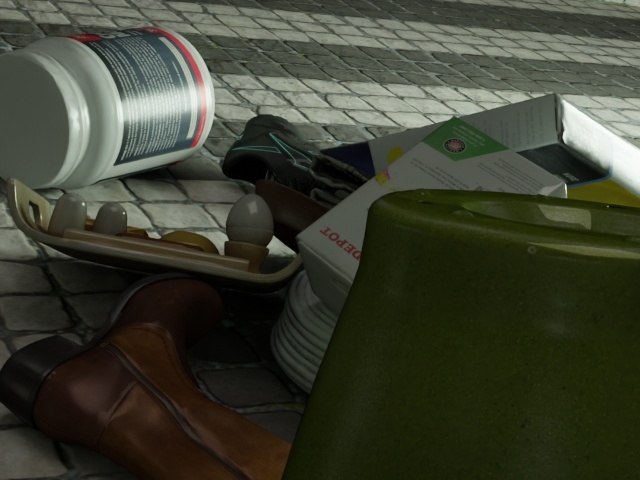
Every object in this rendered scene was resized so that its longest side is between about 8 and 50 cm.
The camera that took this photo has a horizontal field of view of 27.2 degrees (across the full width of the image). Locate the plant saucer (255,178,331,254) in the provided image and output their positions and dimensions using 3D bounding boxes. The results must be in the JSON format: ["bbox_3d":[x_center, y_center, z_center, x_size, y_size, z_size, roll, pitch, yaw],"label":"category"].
[{"bbox_3d":[0.000,0.000,1.517,0.198,0.036,0.198,32,-10,6],"label":"plant saucer"}]

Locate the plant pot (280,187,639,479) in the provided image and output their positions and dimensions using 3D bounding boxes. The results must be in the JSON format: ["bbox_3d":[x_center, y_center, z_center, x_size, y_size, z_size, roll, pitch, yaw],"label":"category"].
[{"bbox_3d":[0.127,0.156,0.765,0.366,0.353,0.366,6,7,-1],"label":"plant pot"}]

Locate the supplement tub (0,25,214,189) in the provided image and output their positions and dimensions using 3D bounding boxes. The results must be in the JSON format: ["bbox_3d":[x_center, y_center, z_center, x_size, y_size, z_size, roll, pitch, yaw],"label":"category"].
[{"bbox_3d":[-0.284,-0.170,1.689,0.191,0.191,0.272,24,24,28],"label":"supplement tub"}]

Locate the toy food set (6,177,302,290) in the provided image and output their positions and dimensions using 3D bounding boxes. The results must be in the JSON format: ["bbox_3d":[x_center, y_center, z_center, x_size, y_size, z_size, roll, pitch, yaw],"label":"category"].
[{"bbox_3d":[-0.159,-0.013,1.378,0.306,0.092,0.220,11,-5,-2],"label":"toy food set"}]

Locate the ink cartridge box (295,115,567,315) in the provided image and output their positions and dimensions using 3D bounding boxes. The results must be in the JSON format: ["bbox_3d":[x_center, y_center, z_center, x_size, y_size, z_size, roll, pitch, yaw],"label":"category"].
[{"bbox_3d":[0.107,0.000,1.246,0.212,0.093,0.154,-37,50,-20],"label":"ink cartridge box"}]

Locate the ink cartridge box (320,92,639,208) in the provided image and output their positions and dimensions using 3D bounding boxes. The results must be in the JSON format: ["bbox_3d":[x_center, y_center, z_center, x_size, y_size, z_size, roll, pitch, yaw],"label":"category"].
[{"bbox_3d":[0.209,-0.060,1.490,0.307,0.072,0.303,-13,-22,38],"label":"ink cartridge box"}]

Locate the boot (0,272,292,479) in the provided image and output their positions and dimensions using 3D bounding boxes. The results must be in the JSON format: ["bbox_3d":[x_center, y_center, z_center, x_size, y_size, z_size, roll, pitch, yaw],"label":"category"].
[{"bbox_3d":[-0.095,0.138,1.155,0.280,0.096,0.264,25,25,28],"label":"boot"}]

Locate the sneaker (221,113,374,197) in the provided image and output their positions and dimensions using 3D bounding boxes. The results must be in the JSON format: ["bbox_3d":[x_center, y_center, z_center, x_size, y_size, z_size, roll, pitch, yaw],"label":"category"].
[{"bbox_3d":[-0.009,-0.077,1.771,0.267,0.101,0.106,23,46,24],"label":"sneaker"}]

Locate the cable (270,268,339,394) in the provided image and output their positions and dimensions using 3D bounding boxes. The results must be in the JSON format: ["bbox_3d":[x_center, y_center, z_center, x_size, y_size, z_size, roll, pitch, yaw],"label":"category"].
[{"bbox_3d":[0.080,0.102,1.340,0.257,0.089,0.257,7,22,-12],"label":"cable"}]

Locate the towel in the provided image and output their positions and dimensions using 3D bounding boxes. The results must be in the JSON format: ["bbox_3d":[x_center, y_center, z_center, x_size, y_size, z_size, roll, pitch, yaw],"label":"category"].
[{"bbox_3d":[0.159,0.026,1.471,0.312,0.056,0.324,30,-1,35],"label":"towel"}]
